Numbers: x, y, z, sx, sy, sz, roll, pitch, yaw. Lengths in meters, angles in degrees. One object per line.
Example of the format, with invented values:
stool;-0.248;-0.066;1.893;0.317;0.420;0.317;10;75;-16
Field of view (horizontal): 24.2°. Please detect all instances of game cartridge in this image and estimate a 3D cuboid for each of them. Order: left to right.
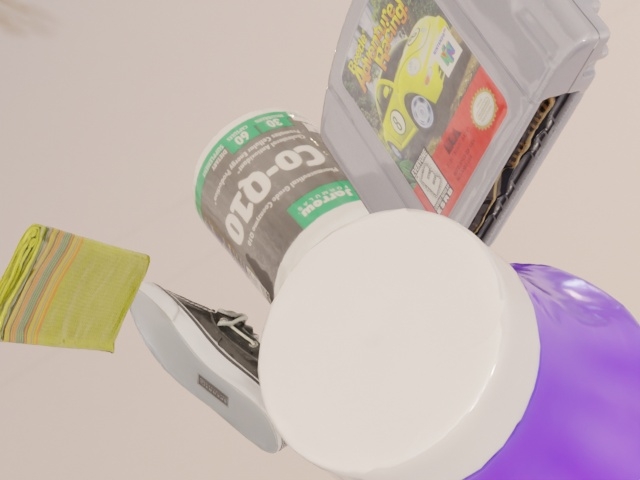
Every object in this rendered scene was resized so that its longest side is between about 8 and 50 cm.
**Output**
game cartridge;0.089;-0.115;1.089;0.196;0.060;0.294;61;-32;28

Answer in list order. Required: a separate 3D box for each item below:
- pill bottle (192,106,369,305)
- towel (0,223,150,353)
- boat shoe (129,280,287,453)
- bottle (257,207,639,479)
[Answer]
pill bottle;0.000;0.000;1.881;0.204;0.204;0.361;-57;-135;14
towel;-0.209;0.046;1.268;0.021;0.237;0.102;28;-89;17
boat shoe;-0.123;0.144;1.938;0.306;0.105;0.113;36;-39;29
bottle;0.083;0.077;0.451;0.092;0.283;0.118;-37;-129;12
